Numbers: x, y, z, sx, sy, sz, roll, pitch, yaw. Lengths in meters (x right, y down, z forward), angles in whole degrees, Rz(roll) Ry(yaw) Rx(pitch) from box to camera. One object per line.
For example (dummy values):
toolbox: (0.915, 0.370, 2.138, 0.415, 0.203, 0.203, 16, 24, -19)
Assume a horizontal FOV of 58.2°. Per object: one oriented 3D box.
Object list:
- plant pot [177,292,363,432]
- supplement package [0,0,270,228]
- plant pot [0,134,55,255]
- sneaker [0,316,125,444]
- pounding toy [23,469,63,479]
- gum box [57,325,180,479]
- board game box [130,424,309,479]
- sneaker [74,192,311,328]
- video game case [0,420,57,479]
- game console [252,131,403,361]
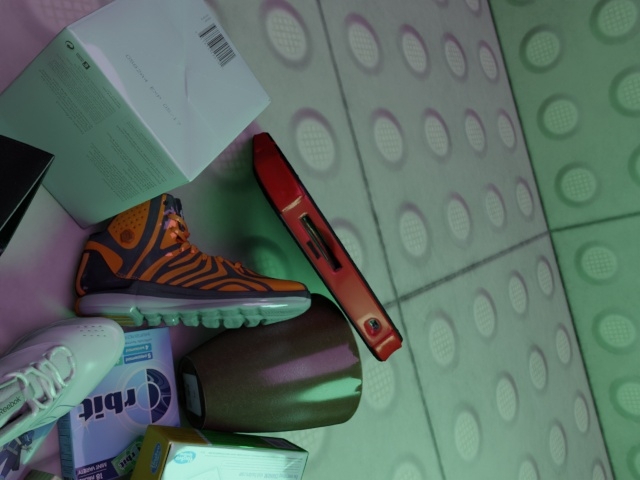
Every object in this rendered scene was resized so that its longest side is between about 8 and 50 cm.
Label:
plant pot: (-0.091, 0.206, 0.882, 0.230, 0.215, 0.215, -8, 85, -33)
supplement package: (-0.251, -0.173, 0.748, 0.199, 0.262, 0.198, 54, 45, -22)
plant pot: (-0.413, -0.021, 0.579, 0.167, 0.188, 0.187, 31, 37, -20)
sneaker: (-0.327, 0.170, 0.615, 0.297, 0.129, 0.111, -35, 102, -48)
pounding toy: (-0.313, 0.363, 0.649, 0.130, 0.100, 0.141, 54, 46, -22)
gum box: (-0.272, 0.219, 0.780, 0.157, 0.041, 0.185, 0, 80, -48)
board game box: (-0.161, 0.419, 0.760, 0.242, 0.064, 0.317, 24, 79, -41)
sneaker: (-0.171, 0.024, 0.805, 0.321, 0.124, 0.180, 3, 68, -12)
video game case: (-0.478, 0.215, 0.564, 0.329, 0.036, 0.300, 47, 49, -27)
game console: (0.000, 0.000, 0.991, 0.387, 0.060, 0.342, 57, 1, -20)
